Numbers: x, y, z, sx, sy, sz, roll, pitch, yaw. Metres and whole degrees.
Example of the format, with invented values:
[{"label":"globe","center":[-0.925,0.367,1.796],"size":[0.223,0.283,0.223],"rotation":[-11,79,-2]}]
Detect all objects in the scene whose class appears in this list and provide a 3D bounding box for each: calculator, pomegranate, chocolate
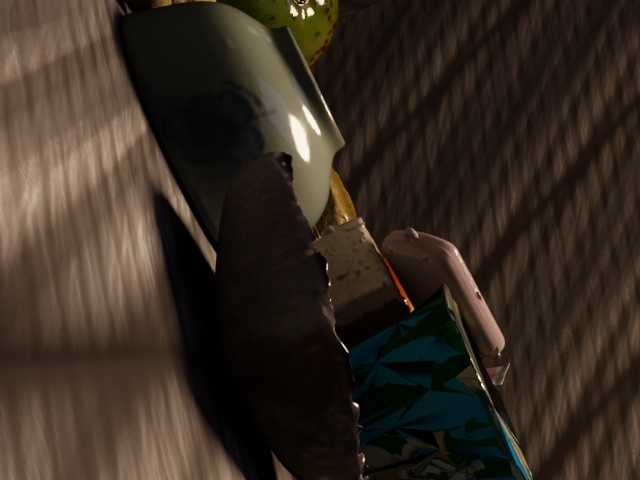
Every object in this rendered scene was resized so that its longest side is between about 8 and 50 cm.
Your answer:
[{"label":"calculator","center":[0.123,0.054,1.620],"size":[0.100,0.032,0.175],"rotation":[14,-39,50]},{"label":"pomegranate","center":[-0.097,-0.295,1.997],"size":[0.248,0.214,0.214],"rotation":[5,-53,55]},{"label":"chocolate","center":[-0.033,0.064,1.289],"size":[0.303,0.100,0.185],"rotation":[-104,179,-54]}]

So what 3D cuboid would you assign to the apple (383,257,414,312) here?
[{"label":"apple","center":[0.086,0.102,2.086],"size":[0.163,0.139,0.163],"rotation":[12,76,-59]}]

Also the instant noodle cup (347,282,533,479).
[{"label":"instant noodle cup","center":[0.084,0.181,1.508],"size":[0.240,0.178,0.240],"rotation":[-24,90,-85]}]

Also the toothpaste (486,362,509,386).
[{"label":"toothpaste","center":[0.102,0.166,1.673],"size":[0.067,0.194,0.043],"rotation":[-43,113,-70]}]

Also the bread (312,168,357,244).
[{"label":"bread","center":[0.000,0.000,1.985],"size":[0.138,0.102,0.196],"rotation":[49,18,-65]}]

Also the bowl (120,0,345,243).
[{"label":"bowl","center":[-0.067,-0.119,1.557],"size":[0.289,0.146,0.289],"rotation":[-25,90,-85]}]

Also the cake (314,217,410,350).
[{"label":"cake","center":[0.027,0.078,1.647],"size":[0.147,0.135,0.134],"rotation":[66,-1,-46]}]

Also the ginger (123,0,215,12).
[{"label":"ginger","center":[-0.161,-0.267,1.649],"size":[0.204,0.104,0.080],"rotation":[-58,166,-83]}]
